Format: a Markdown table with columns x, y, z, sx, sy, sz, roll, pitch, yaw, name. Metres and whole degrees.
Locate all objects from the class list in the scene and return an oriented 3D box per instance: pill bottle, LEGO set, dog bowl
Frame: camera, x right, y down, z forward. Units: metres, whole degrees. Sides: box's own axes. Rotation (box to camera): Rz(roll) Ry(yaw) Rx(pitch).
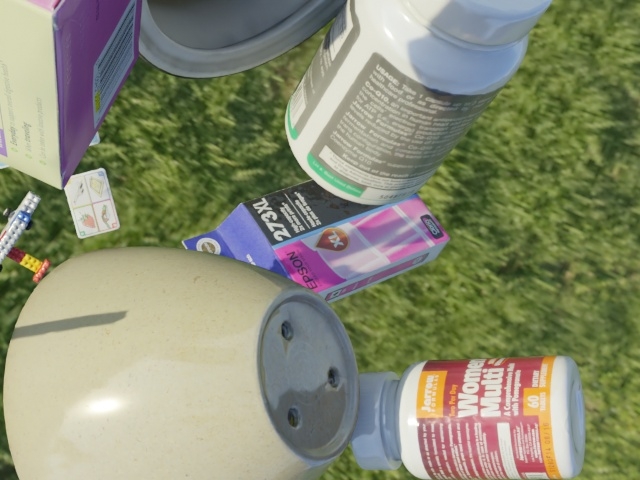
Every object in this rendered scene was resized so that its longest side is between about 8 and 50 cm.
| x | y | z | sx | sy | sz | roll | pitch | yaw | name |
| --- | --- | --- | --- | --- | --- | --- | --- | --- | --- |
| 0.109 | -0.211 | 1.414 | 0.204 | 0.204 | 0.361 | -15 | 159 | -30 | pill bottle |
| -0.318 | -0.039 | 1.360 | 0.182 | 0.060 | 0.244 | -15 | 115 | -9 | LEGO set |
| 0.147 | 0.179 | 1.241 | 0.121 | 0.221 | 0.121 | -4 | 90 | -70 | pill bottle |
| -0.082 | -0.377 | 1.335 | 0.408 | 0.150 | 0.408 | -32 | 154 | -18 | dog bowl |

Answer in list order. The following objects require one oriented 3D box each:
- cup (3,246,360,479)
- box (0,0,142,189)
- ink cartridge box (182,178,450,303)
| x | y | z | sx | sy | sz | roll | pitch | yaw | name |
| --- | --- | --- | --- | --- | --- | --- | --- | --- | --- |
| -0.103 | 0.147 | 1.209 | 0.331 | 0.237 | 0.331 | 27 | 56 | -49 | cup |
| -0.232 | -0.166 | 0.713 | 0.243 | 0.213 | 0.117 | 24 | 66 | 0 | box |
| 0.000 | 0.000 | 1.806 | 0.371 | 0.176 | 0.069 | -22 | 157 | -32 | ink cartridge box |
